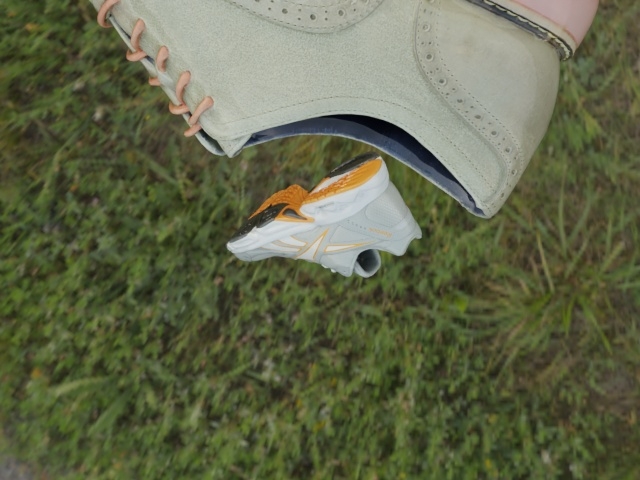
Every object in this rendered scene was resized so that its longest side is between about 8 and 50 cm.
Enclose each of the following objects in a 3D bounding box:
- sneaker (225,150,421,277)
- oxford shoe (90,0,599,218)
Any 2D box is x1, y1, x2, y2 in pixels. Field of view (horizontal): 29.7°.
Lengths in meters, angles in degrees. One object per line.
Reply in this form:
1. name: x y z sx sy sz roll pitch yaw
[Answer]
1. sneaker: 0.000 0.000 1.332 0.262 0.099 0.121 -19 114 50
2. oxford shoe: -0.060 -0.124 0.607 0.396 0.140 0.147 18 89 -4
